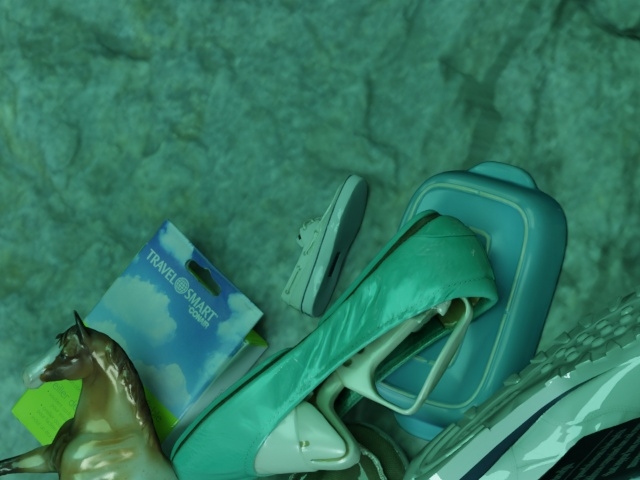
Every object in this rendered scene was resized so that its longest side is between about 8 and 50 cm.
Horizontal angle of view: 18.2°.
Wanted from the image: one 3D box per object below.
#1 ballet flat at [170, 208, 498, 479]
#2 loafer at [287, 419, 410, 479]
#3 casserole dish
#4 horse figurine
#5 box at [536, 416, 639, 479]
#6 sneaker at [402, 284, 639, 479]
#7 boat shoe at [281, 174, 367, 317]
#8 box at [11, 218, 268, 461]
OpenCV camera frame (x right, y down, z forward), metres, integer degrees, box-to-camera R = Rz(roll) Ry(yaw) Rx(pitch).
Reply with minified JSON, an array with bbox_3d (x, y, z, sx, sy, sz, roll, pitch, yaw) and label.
[{"bbox_3d":[0.013,0.089,1.242,0.247,0.083,0.087,-43,64,5],"label":"ballet flat"},{"bbox_3d":[-0.007,0.237,1.270,0.094,0.087,0.251,14,87,26],"label":"loafer"},{"bbox_3d":[0.088,0.037,1.291,0.114,0.037,0.188,16,87,25],"label":"casserole dish"},{"bbox_3d":[-0.127,0.192,1.316,0.174,0.066,0.263,-42,95,9],"label":"horse figurine"},{"bbox_3d":[0.335,0.199,1.021,0.395,0.212,0.293,-22,88,21],"label":"box"},{"bbox_3d":[0.165,0.113,1.226,0.235,0.090,0.095,-38,96,7],"label":"sneaker"},{"bbox_3d":[0.000,0.000,1.339,0.035,0.035,0.100,23,98,23],"label":"boat shoe"},{"bbox_3d":[-0.119,0.087,1.372,0.109,0.042,0.178,43,100,23],"label":"box"}]
